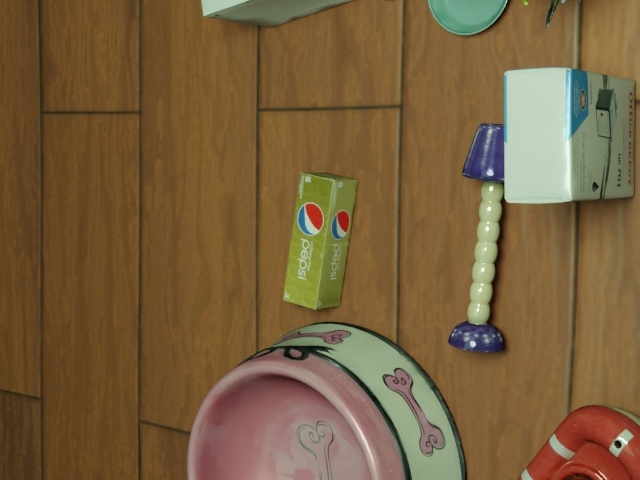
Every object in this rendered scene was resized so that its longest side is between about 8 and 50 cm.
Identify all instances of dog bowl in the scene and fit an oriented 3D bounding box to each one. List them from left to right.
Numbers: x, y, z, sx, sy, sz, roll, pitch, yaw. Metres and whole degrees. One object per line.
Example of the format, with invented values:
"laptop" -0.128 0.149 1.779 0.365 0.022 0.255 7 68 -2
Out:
"dog bowl" -0.013 0.320 1.514 0.408 0.150 0.408 3 95 37

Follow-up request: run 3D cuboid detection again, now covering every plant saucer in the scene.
"plant saucer" 0.188 -0.315 1.397 0.119 0.021 0.119 3 96 38

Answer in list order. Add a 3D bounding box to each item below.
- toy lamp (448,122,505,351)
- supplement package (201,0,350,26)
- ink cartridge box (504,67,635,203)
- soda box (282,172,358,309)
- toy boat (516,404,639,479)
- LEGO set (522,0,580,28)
"toy lamp" 0.204 -0.004 1.370 0.080 0.080 0.275 9 99 37
"supplement package" -0.051 -0.411 1.496 0.194 0.149 0.203 -8 88 38
"ink cartridge box" 0.276 -0.113 1.234 0.082 0.190 0.140 2 94 37
"soda box" 0.000 0.000 1.540 0.061 0.058 0.181 15 102 36
"toy boat" 0.289 0.296 1.275 0.151 0.151 0.231 44 118 27
"LEGO set" 0.257 -0.410 1.268 0.331 0.192 0.255 -65 26 3
